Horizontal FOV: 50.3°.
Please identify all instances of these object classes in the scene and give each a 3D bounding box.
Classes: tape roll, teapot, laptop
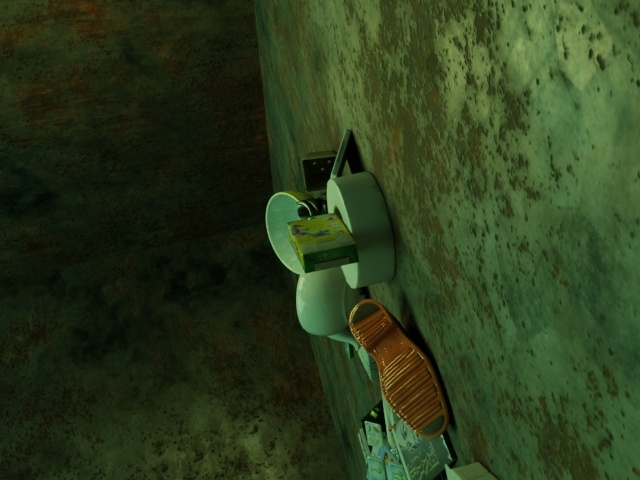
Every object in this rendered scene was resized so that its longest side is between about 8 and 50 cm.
[{"bbox_3d":[0.097,-0.025,1.704,0.286,0.100,0.286,167,90,-81],"label":"tape roll"},{"bbox_3d":[0.050,0.170,2.081,0.256,0.187,0.252,61,-145,-51],"label":"teapot"},{"bbox_3d":[0.229,0.662,2.160,0.264,0.137,0.234,47,-160,-50],"label":"laptop"}]

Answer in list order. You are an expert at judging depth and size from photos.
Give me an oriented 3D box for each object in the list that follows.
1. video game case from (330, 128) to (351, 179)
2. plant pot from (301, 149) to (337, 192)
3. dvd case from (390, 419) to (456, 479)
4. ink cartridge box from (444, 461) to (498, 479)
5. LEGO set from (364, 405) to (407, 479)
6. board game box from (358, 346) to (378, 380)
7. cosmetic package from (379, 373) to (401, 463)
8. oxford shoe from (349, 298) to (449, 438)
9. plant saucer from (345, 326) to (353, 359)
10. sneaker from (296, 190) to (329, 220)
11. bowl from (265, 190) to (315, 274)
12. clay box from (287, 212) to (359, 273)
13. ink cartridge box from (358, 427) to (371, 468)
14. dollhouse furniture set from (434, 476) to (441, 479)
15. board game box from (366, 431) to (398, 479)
[{"bbox_3d":[0.050,-0.197,1.816,0.157,0.019,0.143,98,-171,-67],"label":"video game case"},{"bbox_3d":[0.003,-0.220,2.068,0.096,0.109,0.109,-92,-6,-61],"label":"plant pot"},{"bbox_3d":[0.232,0.472,1.580,0.221,0.018,0.164,114,146,-47],"label":"dvd case"},{"bbox_3d":[0.293,0.477,1.248,0.180,0.060,0.104,-165,63,-81],"label":"ink cartridge box"},{"bbox_3d":[0.187,0.550,1.767,0.183,0.060,0.244,5,113,34],"label":"LEGO set"},{"bbox_3d":[0.149,0.366,2.205,0.154,0.026,0.103,-118,17,-63],"label":"board game box"},{"bbox_3d":[0.209,0.467,1.818,0.099,0.061,0.238,-115,15,-65],"label":"cosmetic package"},{"bbox_3d":[0.199,0.288,1.547,0.133,0.130,0.363,36,-160,-48],"label":"oxford shoe"},{"bbox_3d":[0.101,0.355,2.562,0.067,0.018,0.192,-115,14,-57],"label":"plant saucer"},{"bbox_3d":[-0.004,-0.106,2.084,0.268,0.153,0.101,-129,28,-73],"label":"sneaker"},{"bbox_3d":[-0.040,-0.042,2.306,0.289,0.156,0.289,28,129,43],"label":"bowl"},{"bbox_3d":[0.000,0.000,1.601,0.222,0.128,0.053,-120,20,-66],"label":"clay box"},{"bbox_3d":[0.191,0.805,2.529,0.097,0.046,0.207,89,166,-60],"label":"ink cartridge box"},{"bbox_3d":[0.242,0.645,1.636,0.144,0.123,0.151,87,168,-49],"label":"dollhouse furniture set"},{"bbox_3d":[0.205,0.686,1.990,0.211,0.039,0.160,-138,55,-63],"label":"board game box"}]
